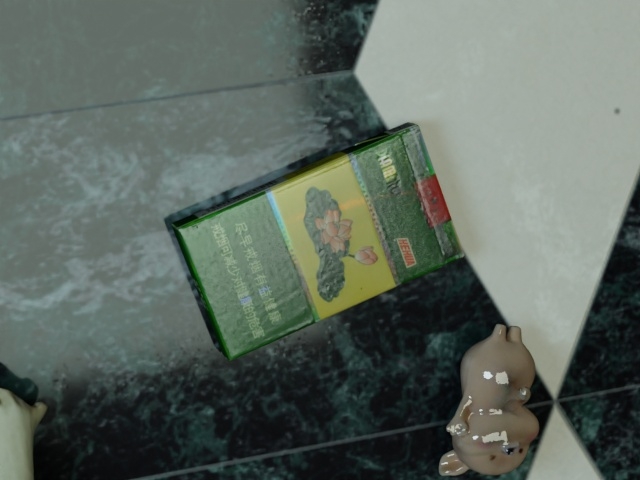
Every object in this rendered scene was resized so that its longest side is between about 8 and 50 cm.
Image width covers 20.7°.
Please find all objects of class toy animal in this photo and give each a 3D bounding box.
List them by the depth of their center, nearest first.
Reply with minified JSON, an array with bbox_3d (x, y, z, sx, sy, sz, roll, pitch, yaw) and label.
[{"bbox_3d":[0.161,0.150,1.603,0.083,0.089,0.150,11,100,4],"label":"toy animal"}]

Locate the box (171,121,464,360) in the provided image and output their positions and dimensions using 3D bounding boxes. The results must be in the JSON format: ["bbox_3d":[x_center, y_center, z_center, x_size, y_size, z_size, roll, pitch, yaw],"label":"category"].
[{"bbox_3d":[0.000,0.000,1.546,0.235,0.034,0.132,-24,105,-11],"label":"box"}]

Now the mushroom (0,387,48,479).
[{"bbox_3d":[-0.281,0.295,1.415,0.314,0.314,0.336,0,68,-16],"label":"mushroom"}]
